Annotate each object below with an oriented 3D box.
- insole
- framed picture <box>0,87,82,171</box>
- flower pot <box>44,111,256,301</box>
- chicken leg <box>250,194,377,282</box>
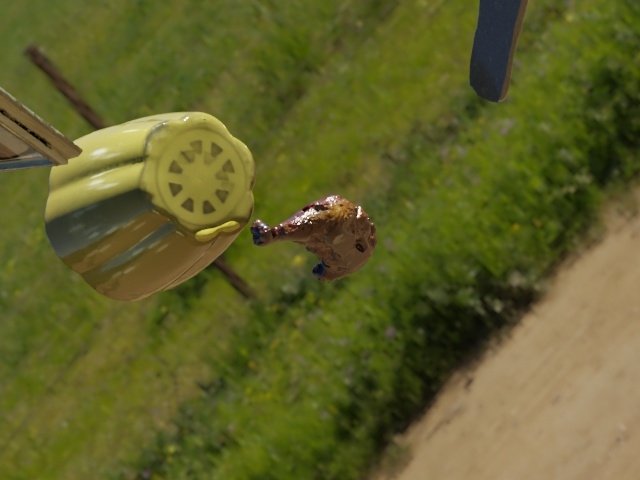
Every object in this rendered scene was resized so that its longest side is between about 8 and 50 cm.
[{"bbox_3d":[0.165,-0.217,1.390,0.010,0.192,0.063,-21,38,-37],"label":"insole"},{"bbox_3d":[-0.308,-0.064,0.901,0.273,0.216,0.016,-6,75,14],"label":"framed picture"},{"bbox_3d":[-0.165,-0.046,1.566,0.179,0.195,0.195,-21,33,56],"label":"flower pot"},{"bbox_3d":[0.005,-0.004,1.555,0.089,0.048,0.219,-52,-25,5],"label":"chicken leg"}]
